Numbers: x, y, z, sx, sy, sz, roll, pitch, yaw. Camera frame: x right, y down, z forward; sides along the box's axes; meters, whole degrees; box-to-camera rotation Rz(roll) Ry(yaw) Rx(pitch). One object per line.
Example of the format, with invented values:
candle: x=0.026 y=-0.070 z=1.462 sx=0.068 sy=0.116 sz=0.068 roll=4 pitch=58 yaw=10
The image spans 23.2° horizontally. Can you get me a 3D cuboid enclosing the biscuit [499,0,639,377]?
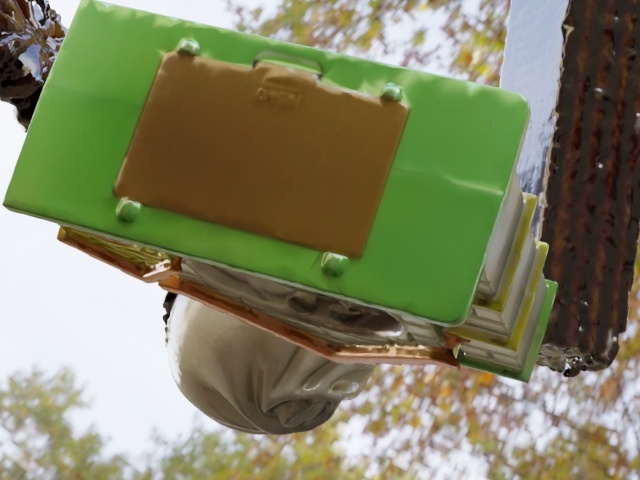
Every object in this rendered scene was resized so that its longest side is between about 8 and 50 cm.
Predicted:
biscuit: x=0.169 y=-0.104 z=1.034 sx=0.073 sy=0.107 sz=0.388 roll=11 pitch=-100 yaw=-15

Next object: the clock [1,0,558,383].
clock: x=0.000 y=0.000 z=0.792 sx=0.219 sy=0.106 sz=0.255 roll=14 pitch=-15 yaw=17

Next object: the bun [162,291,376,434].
bun: x=-0.026 y=0.080 z=1.148 sx=0.172 sy=0.120 sz=0.173 roll=-14 pitch=-36 yaw=-11

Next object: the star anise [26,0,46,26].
star anise: x=-0.179 y=-0.224 z=0.954 sx=0.212 sy=0.053 sz=0.157 roll=28 pitch=-91 yaw=20

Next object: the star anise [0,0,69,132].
star anise: x=-0.274 y=-0.168 z=1.350 sx=0.099 sy=0.214 sz=0.220 roll=-36 pitch=-82 yaw=10
